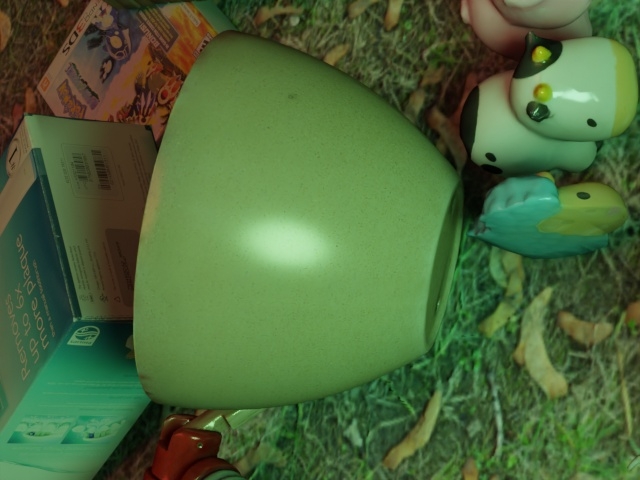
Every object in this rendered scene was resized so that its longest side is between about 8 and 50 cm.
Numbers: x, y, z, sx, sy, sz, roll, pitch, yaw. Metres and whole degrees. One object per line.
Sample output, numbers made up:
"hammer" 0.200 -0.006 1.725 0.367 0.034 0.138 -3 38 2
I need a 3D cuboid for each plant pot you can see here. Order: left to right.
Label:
"plant pot" 0.000 0.000 1.363 0.191 0.284 0.284 11 84 11

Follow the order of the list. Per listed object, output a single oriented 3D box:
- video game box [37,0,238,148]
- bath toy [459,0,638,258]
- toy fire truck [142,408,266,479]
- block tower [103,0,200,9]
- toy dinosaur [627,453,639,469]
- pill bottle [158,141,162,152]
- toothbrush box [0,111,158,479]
"video game box" -0.167 -0.157 1.714 0.187 0.048 0.205 -57 45 19
"bath toy" 0.149 -0.167 1.328 0.151 0.129 0.348 -20 63 39
"toy fire truck" -0.054 0.202 1.428 0.217 0.158 0.246 27 108 47
"block tower" -0.072 -0.268 1.580 0.335 0.091 0.097 -1 68 38
"toy dinosaur" 0.271 0.049 1.075 0.160 0.313 0.121 -38 54 -17
"pill bottle" -0.091 -0.101 1.601 0.067 0.067 0.120 45 110 44
"toothbrush box" -0.234 0.066 1.607 0.295 0.126 0.216 -52 45 43
